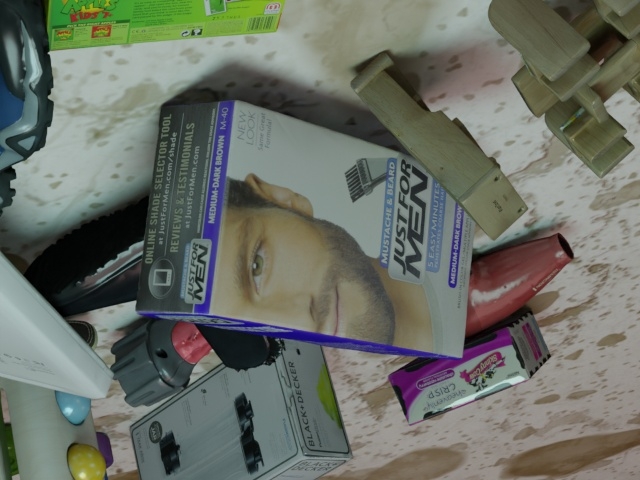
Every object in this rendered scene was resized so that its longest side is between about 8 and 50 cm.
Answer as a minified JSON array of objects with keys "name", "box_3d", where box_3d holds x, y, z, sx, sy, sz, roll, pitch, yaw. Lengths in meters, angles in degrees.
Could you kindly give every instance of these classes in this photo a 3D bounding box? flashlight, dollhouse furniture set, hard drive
[{"name":"flashlight","box_3d":[-0.090,0.087,1.556,0.304,0.103,0.103,-31,168,21]},{"name":"dollhouse furniture set","box_3d":[0.177,-0.149,1.274,0.242,0.161,0.212,-43,150,3]},{"name":"hard drive","box_3d":[-0.334,0.065,1.354,0.203,0.040,0.307,11,158,16]}]

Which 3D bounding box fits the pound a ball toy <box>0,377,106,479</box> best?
[{"name":"pound a ball toy","box_3d":[-0.308,0.274,1.561,0.136,0.319,0.208,-25,152,17]}]

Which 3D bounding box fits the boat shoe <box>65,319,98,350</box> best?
[{"name":"boat shoe","box_3d":[-0.313,0.114,1.544,0.152,0.056,0.049,-14,159,-5]}]

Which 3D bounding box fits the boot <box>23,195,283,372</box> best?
[{"name":"boot","box_3d":[-0.137,0.059,1.410,0.246,0.094,0.207,-28,123,11]}]

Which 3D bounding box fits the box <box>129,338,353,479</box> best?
[{"name":"box","box_3d":[-0.104,0.250,1.803,0.087,0.169,0.290,12,141,-44]}]

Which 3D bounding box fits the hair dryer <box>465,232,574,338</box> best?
[{"name":"hair dryer","box_3d":[0.147,0.048,1.650,0.294,0.080,0.223,-11,153,-11]}]

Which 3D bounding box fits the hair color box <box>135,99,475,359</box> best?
[{"name":"hair color box","box_3d":[0.000,0.000,1.334,0.110,0.185,0.339,-1,170,45]}]

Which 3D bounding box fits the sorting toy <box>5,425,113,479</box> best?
[{"name":"sorting toy","box_3d":[-0.414,0.306,1.783,0.366,0.126,0.127,6,146,-36]}]

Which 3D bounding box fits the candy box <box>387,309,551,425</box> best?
[{"name":"candy box","box_3d":[0.189,0.155,1.798,0.159,0.071,0.233,-23,177,15]}]

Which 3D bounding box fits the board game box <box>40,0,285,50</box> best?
[{"name":"board game box","box_3d":[-0.115,-0.191,1.079,0.181,0.043,0.092,-8,152,-18]}]

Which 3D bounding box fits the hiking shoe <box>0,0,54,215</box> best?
[{"name":"hiking shoe","box_3d":[-0.282,-0.097,1.087,0.132,0.113,0.304,-3,151,-26]}]
